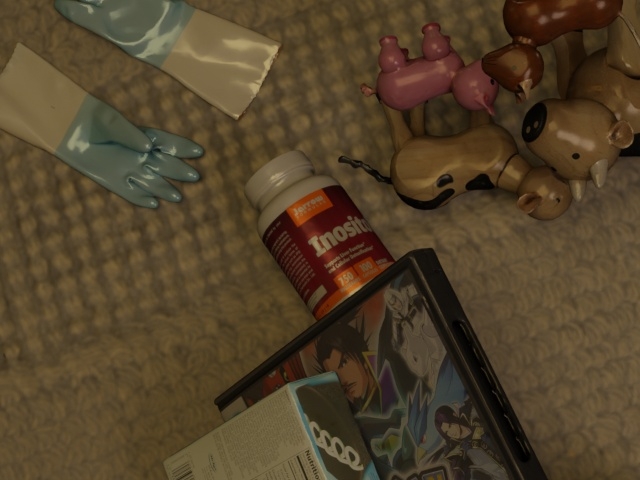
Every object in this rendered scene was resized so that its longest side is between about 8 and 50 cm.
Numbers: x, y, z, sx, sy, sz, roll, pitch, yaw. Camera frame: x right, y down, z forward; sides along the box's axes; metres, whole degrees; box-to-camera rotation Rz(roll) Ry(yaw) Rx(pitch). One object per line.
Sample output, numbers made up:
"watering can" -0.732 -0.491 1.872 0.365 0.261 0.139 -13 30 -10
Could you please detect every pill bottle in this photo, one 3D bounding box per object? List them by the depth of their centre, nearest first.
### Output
"pill bottle" 0.000 0.000 1.529 0.086 0.086 0.152 -36 74 3

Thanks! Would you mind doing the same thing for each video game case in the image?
"video game case" 0.048 0.179 1.430 0.275 0.035 0.248 -39 69 40

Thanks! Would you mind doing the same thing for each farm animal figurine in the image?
"farm animal figurine" 0.214 -0.105 1.444 0.326 0.330 0.172 -5 73 -18

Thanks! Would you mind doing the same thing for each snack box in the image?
"snack box" -0.001 0.289 1.426 0.187 0.060 0.322 -34 73 43

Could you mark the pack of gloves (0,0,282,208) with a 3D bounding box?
"pack of gloves" -0.183 -0.152 1.621 0.232 0.046 0.195 29 86 16
